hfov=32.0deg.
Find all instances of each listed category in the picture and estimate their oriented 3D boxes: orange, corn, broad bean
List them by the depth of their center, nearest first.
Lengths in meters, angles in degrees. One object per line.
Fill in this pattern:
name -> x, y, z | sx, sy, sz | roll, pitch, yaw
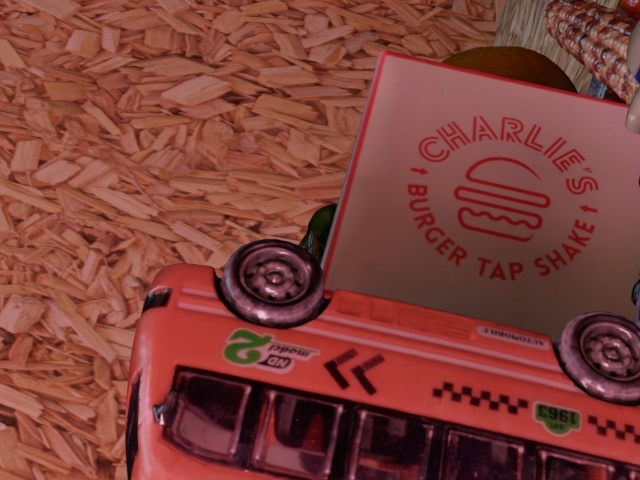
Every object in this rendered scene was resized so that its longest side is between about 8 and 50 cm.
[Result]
corn -> 0.311, -0.204, 1.186 | 0.237, 0.079, 0.080 | -120, 39, -56
broad bean -> -0.001, 0.004, 1.268 | 0.254, 0.046, 0.065 | -61, -11, -75
orange -> 0.248, -0.141, 1.590 | 0.274, 0.274, 0.274 | 15, -90, -89

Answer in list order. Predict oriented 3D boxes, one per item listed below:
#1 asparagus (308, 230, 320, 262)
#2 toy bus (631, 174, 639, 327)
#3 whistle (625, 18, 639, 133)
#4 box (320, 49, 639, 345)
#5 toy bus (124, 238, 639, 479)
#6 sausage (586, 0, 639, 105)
asparagus -> -0.016, 0.071, 1.081 | 0.016, 0.016, 0.163 | 18, -98, -59
toy bus -> 0.302, -0.014, 0.912 | 0.090, 0.063, 0.203 | 108, 175, -61
whistle -> 0.326, -0.172, 0.969 | 0.244, 0.110, 0.092 | 105, 146, -55
box -> 0.168, 0.031, 1.205 | 0.300, 0.314, 0.312 | 97, -173, -58
toy bus -> 0.065, 0.172, 0.789 | 0.203, 0.426, 0.233 | 102, 179, -48
sausage -> 0.346, -0.177, 1.277 | 0.074, 0.074, 0.274 | -73, -3, -63
